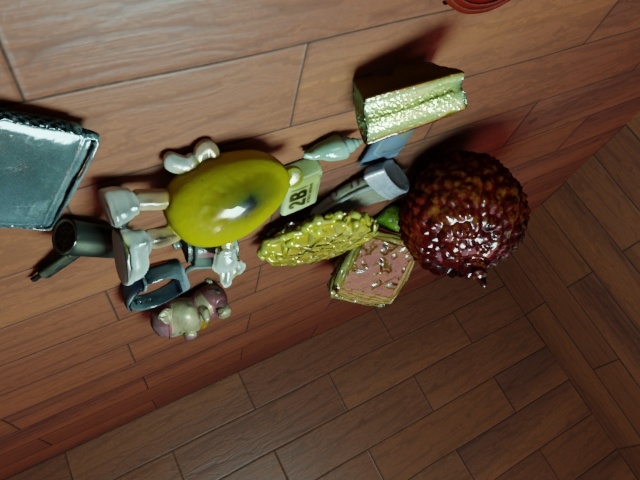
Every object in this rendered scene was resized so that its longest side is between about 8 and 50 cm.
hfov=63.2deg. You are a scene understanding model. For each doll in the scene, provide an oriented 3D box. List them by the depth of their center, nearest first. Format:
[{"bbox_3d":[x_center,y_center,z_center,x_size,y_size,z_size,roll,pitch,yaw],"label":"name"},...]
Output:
[{"bbox_3d":[-0.264,-0.053,1.137,0.423,0.161,0.348,9,112,-38],"label":"doll"},{"bbox_3d":[-0.425,0.242,1.704,0.255,0.152,0.196,-18,145,-17],"label":"doll"}]

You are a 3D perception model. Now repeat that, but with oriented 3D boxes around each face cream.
[{"bbox_3d":[0.209,-0.306,1.348,0.135,0.086,0.385,-19,163,-21],"label":"face cream"}]

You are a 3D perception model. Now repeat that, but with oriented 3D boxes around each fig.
[{"bbox_3d":[0.276,-0.074,1.944,0.156,0.123,0.123,-23,161,9],"label":"fig"}]

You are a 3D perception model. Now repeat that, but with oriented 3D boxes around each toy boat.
[{"bbox_3d":[0.142,-0.154,1.611,0.293,0.111,0.276,-27,167,39],"label":"toy boat"}]

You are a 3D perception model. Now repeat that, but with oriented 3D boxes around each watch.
[{"bbox_3d":[-0.477,0.133,1.494,0.193,0.068,0.206,-24,161,-16],"label":"watch"}]

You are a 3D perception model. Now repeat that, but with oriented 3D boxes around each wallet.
[{"bbox_3d":[-0.545,-0.118,0.791,0.237,0.075,0.342,-47,152,26],"label":"wallet"}]

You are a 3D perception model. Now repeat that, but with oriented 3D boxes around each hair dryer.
[{"bbox_3d":[-0.553,0.037,1.179,0.248,0.078,0.195,-26,163,21],"label":"hair dryer"}]

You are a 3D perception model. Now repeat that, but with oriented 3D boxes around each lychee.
[{"bbox_3d":[0.453,-0.068,1.664,0.424,0.500,0.425,-4,138,-4],"label":"lychee"}]

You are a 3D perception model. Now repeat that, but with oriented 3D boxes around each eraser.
[{"bbox_3d":[-0.062,-0.144,1.398,0.117,0.058,0.172,-23,159,-18],"label":"eraser"}]

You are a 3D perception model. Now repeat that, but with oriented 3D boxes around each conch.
[{"bbox_3d":[0.032,-0.236,1.318,0.180,0.088,0.065,-16,113,-17],"label":"conch"}]

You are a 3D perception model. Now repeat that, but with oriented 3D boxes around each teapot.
[{"bbox_3d":[-0.297,-0.007,1.304,0.149,0.162,0.239,-7,138,-22],"label":"teapot"}]

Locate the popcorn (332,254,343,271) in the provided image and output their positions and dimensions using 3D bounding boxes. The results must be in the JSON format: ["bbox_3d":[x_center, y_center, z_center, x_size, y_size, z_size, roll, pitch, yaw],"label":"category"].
[{"bbox_3d":[0.134,0.113,2.160,0.180,0.170,0.180,-13,142,-10],"label":"popcorn"}]

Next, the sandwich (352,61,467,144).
[{"bbox_3d":[0.192,-0.312,1.149,0.235,0.128,0.122,-15,132,1],"label":"sandwich"}]

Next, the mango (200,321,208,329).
[{"bbox_3d":[-0.473,0.294,1.858,0.159,0.084,0.105,-27,154,-6],"label":"mango"}]

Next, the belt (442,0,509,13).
[{"bbox_3d":[0.268,-0.515,0.869,0.227,0.115,0.324,-42,156,28],"label":"belt"}]

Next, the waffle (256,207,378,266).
[{"bbox_3d":[0.000,0.000,1.670,0.379,0.095,0.382,-21,166,18],"label":"waffle"}]

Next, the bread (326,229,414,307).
[{"bbox_3d":[0.194,0.087,1.986,0.277,0.167,0.325,14,116,-20],"label":"bread"}]
